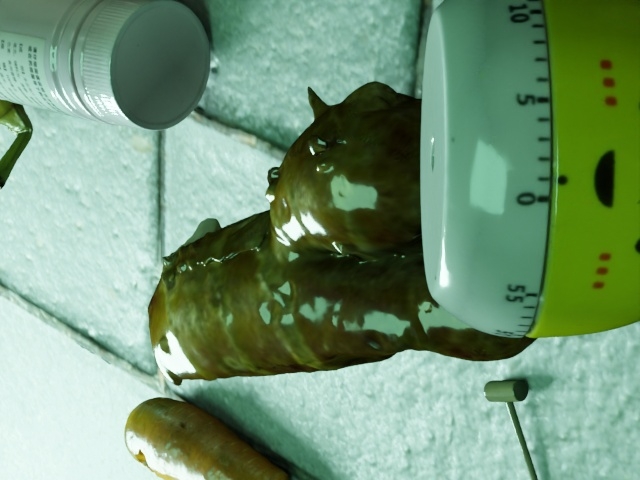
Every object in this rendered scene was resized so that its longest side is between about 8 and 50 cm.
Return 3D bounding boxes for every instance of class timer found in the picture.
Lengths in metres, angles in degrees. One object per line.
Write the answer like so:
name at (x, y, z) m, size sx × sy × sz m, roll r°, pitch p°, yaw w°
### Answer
timer at (0.211, -0.061, 1.285) m, size 0.285 × 0.285 × 0.285 m, roll 22°, pitch 122°, yaw 40°

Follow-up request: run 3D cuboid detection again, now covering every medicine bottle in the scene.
medicine bottle at (-0.232, -0.185, 1.760) m, size 0.250 × 0.133 × 0.133 m, roll 13°, pitch 116°, yaw 43°

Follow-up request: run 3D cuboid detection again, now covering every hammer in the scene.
hammer at (0.172, 0.171, 1.566) m, size 0.035 × 0.019 × 0.110 m, roll -8°, pitch 104°, yaw 49°

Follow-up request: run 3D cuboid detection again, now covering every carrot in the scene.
carrot at (-0.118, 0.218, 1.856) m, size 0.193 × 0.087 × 0.087 m, roll 22°, pitch 122°, yaw 38°

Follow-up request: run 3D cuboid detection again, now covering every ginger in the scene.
ginger at (0.000, 0.000, 1.559) m, size 0.418 × 0.176 × 0.254 m, roll -14°, pitch 93°, yaw 45°

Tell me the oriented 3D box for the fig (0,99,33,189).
fig at (-0.355, -0.179, 1.911) m, size 0.186 × 0.148 × 0.142 m, roll 37°, pitch 129°, yaw -23°
